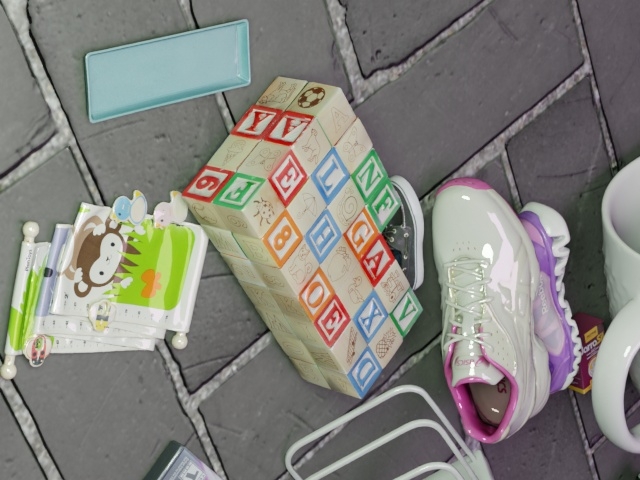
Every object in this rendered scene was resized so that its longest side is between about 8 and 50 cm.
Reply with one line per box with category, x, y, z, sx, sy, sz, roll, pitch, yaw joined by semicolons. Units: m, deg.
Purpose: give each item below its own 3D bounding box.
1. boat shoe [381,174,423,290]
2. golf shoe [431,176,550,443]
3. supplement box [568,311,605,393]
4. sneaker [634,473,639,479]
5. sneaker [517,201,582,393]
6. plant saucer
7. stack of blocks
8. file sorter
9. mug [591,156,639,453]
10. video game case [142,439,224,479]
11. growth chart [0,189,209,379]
boat shoe;0.085;-0.002;1.906;0.040;0.049;0.142;-29;124;-33
golf shoe;0.183;0.084;1.940;0.140;0.115;0.306;-45;123;-59
supplement box;0.327;0.141;2.186;0.055;0.043;0.083;-32;123;-31
sneaker;0.394;0.353;2.284;0.256;0.094;0.151;28;90;-55
sneaker;0.238;0.077;2.055;0.104;0.095;0.236;-22;114;-29
plant saucer;-0.145;-0.163;1.655;0.192;0.018;0.067;-19;116;-39
stack of blocks;0.000;0.000;1.786;0.171;0.087;0.297;-53;134;-25
file sorter;0.088;0.314;1.823;0.193;0.278;0.173;-30;125;9
mug;0.462;0.107;2.141;0.374;0.276;0.328;-37;134;-30
video game case;-0.132;0.358;1.842;0.196;0.026;0.274;-55;132;-14
growth chart;-0.201;0.037;1.670;0.237;0.021;0.172;-4;106;-43
